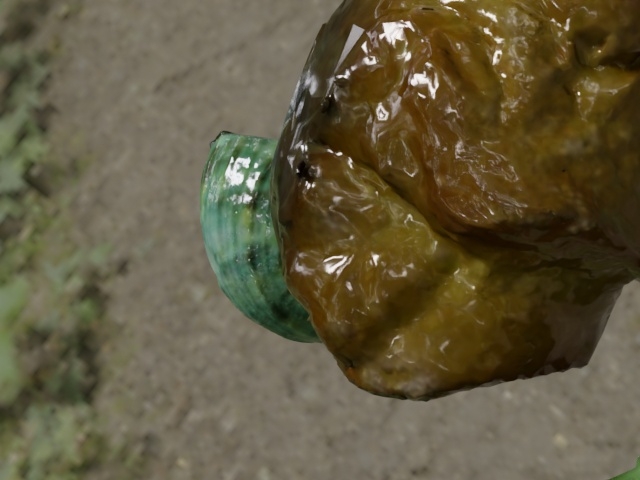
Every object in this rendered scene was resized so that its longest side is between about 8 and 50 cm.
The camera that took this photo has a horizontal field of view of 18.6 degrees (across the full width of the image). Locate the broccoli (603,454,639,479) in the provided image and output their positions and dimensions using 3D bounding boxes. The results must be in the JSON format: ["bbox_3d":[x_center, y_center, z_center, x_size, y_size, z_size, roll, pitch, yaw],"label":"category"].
[{"bbox_3d":[0.085,0.194,0.683,0.275,0.308,0.308,-48,29,-19],"label":"broccoli"}]

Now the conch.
[{"bbox_3d":[-0.004,0.001,1.535,0.188,0.176,0.122,2,27,15],"label":"conch"}]

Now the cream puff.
[{"bbox_3d":[0.067,-0.056,0.787,0.241,0.155,0.269,115,171,-67],"label":"cream puff"}]
